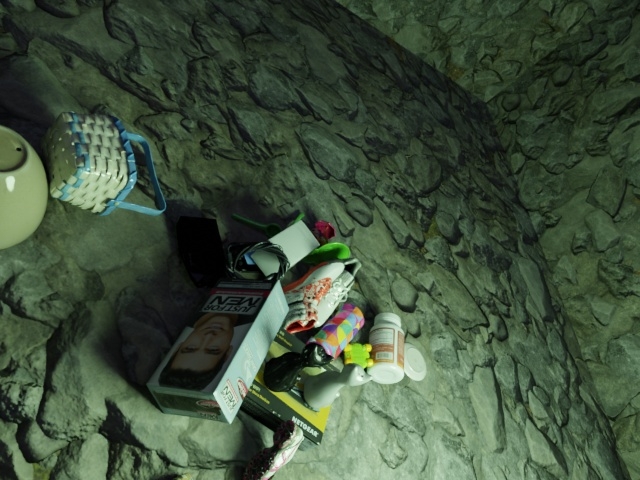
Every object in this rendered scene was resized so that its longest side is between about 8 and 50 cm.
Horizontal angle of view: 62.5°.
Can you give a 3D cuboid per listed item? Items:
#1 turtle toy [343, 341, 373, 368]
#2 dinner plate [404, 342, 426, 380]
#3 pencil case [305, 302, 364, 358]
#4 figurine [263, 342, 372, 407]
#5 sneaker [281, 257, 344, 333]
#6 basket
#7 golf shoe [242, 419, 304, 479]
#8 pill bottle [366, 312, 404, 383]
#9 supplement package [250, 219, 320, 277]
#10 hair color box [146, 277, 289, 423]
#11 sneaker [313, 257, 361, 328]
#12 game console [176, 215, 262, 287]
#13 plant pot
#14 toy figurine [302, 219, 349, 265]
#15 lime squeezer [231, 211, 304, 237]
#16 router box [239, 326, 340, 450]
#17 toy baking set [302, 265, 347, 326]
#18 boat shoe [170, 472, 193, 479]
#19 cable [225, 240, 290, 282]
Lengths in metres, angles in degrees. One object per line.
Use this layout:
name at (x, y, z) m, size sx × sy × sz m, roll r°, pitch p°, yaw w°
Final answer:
turtle toy at (0.113, 0.384, 1.670) m, size 0.095 × 0.066 × 0.130 m, roll 4°, pitch 59°, yaw -15°
dinner plate at (0.335, 0.432, 1.894) m, size 0.141 × 0.017 × 0.141 m, roll 25°, pitch 48°, yaw -31°
pencil case at (0.042, 0.290, 1.637) m, size 0.104 × 0.104 × 0.236 m, roll 54°, pitch 42°, yaw 1°
figurine at (-0.002, 0.340, 1.346) m, size 0.214 × 0.209 × 0.092 m, roll 30°, pitch 44°, yaw -26°
sneaker at (-0.020, 0.171, 1.562) m, size 0.270 × 0.090 × 0.145 m, roll -28°, pitch 56°, yaw -8°
basket at (-0.543, -0.195, 1.351) m, size 0.288 × 0.201 × 0.255 m, roll 7°, pitch 53°, yaw -50°
golf shoe at (-0.109, 0.539, 1.300) m, size 0.186 × 0.067 × 0.086 m, roll -45°, pitch 128°, yaw -18°
pill bottle at (0.219, 0.353, 1.754) m, size 0.121 × 0.121 × 0.216 m, roll 33°, pitch 43°, yaw -23°
supplement package at (-0.106, 0.030, 1.622) m, size 0.105 × 0.105 × 0.179 m, roll 53°, pitch 37°, yaw 1°
hair color box at (-0.238, 0.254, 1.310) m, size 0.375 × 0.185 × 0.114 m, roll -63°, pitch 145°, yaw -48°
sneaker at (0.033, 0.150, 1.672) m, size 0.111 × 0.129 × 0.297 m, roll 47°, pitch 45°, yaw -20°
game console at (-0.257, 0.037, 1.584) m, size 0.361 × 0.044 × 0.213 m, roll 4°, pitch 59°, yaw -43°
plant pot at (-0.724, -0.145, 1.143) m, size 0.284 × 0.191 × 0.284 m, roll 26°, pitch 46°, yaw -30°
toy figurine at (0.000, 0.000, 1.839) m, size 0.173 × 0.130 × 0.159 m, roll 0°, pitch 45°, yaw -17°
lime squeezer at (-0.143, -0.055, 1.754) m, size 0.310 × 0.058 × 0.110 m, roll -4°, pitch 65°, yaw -45°
router box at (-0.105, 0.383, 1.444) m, size 0.308 × 0.081 × 0.243 m, roll 39°, pitch 41°, yaw -17°
toy baking set at (0.007, 0.181, 1.751) m, size 0.196 × 0.030 × 0.256 m, roll 41°, pitch 46°, yaw -24°
boat shoe at (-0.263, 0.596, 1.147) m, size 0.072 × 0.068 × 0.190 m, roll -8°, pitch 67°, yaw -60°
cable at (-0.176, 0.078, 1.488) m, size 0.184 × 0.047 × 0.151 m, roll 1°, pitch 84°, yaw -7°
